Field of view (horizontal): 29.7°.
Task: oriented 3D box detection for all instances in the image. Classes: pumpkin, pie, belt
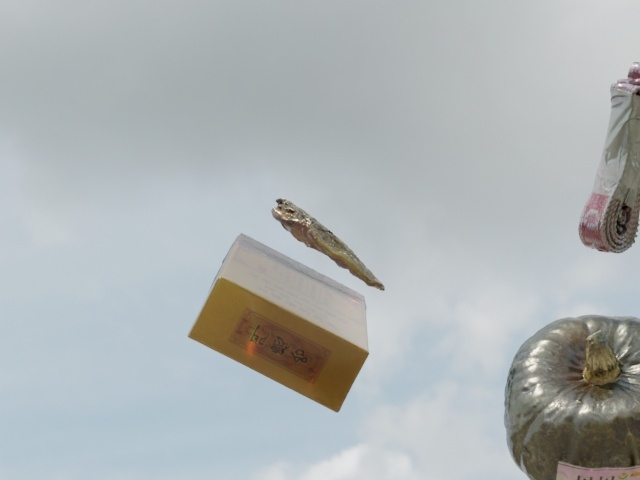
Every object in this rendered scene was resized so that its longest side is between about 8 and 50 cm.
[{"bbox_3d":[0.346,0.191,1.488,0.260,0.260,0.189,0,-53,5],"label":"pumpkin"},{"bbox_3d":[0.000,0.000,1.402,0.034,0.170,0.092,-52,-23,4],"label":"pie"},{"bbox_3d":[0.354,-0.099,1.407,0.071,0.232,0.053,16,-3,-37],"label":"belt"}]

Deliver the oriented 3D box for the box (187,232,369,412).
[{"bbox_3d":[-0.057,0.121,1.975,0.264,0.415,0.115,26,-82,-5],"label":"box"}]
